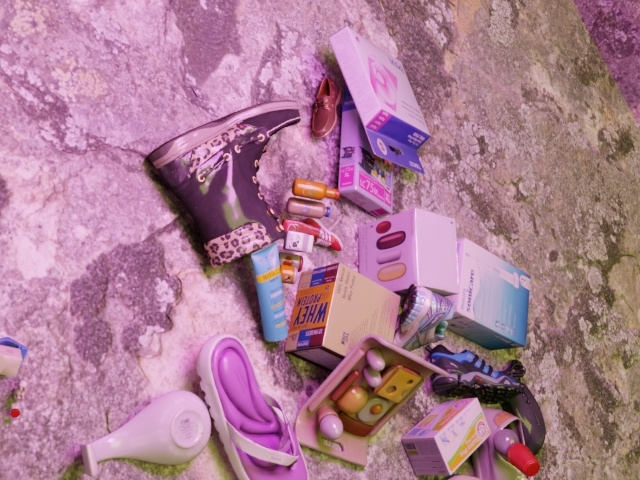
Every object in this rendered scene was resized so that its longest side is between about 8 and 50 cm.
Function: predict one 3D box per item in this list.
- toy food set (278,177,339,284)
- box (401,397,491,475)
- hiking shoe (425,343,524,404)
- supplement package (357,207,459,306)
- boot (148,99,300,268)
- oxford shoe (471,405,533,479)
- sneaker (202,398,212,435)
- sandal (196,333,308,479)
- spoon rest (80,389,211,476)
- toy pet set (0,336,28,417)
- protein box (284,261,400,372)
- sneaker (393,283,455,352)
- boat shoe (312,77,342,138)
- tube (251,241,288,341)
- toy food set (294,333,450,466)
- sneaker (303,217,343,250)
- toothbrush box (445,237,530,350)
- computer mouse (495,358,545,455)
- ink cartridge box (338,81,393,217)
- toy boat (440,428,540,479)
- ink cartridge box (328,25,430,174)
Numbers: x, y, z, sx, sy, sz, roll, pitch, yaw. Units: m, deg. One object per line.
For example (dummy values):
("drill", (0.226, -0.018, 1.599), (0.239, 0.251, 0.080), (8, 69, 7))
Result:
("toy food set", (-0.031, -0.013, 1.727), (0.104, 0.111, 0.233), (10, 83, -11))
("box", (0.316, 0.485, 1.919), (0.203, 0.114, 0.103), (-27, 96, -44))
("hiking shoe", (0.417, 0.347, 2.034), (0.303, 0.113, 0.132), (17, 48, -32))
("supplement package", (0.212, 0.047, 1.894), (0.149, 0.203, 0.194), (13, 69, -39))
("boot", (-0.154, -0.131, 1.665), (0.377, 0.138, 0.284), (-28, 96, -39))
("oxford shoe", (0.499, 0.659, 2.023), (0.169, 0.130, 0.450), (-6, 83, -44))
("sneaker", (-0.223, 0.353, 1.533), (0.098, 0.038, 0.069), (-23, 95, -34))
("sandal", (-0.118, 0.374, 1.540), (0.169, 0.102, 0.417), (-49, 119, -45))
("spoon rest", (-0.318, 0.360, 1.416), (0.276, 0.084, 0.137), (-7, 86, -45))
("toy pet set", (-0.547, 0.222, 1.283), (0.122, 0.065, 0.114), (21, 99, -33))
("protein box", (0.053, 0.188, 1.756), (0.201, 0.136, 0.200), (30, 60, -33))
("sneaker", (0.228, 0.218, 1.810), (0.122, 0.283, 0.110), (17, 53, -4))
("boat shoe", (0.007, -0.329, 1.909), (0.060, 0.064, 0.178), (51, 42, -43))
("tube", (-0.107, 0.112, 1.647), (0.080, 0.052, 0.207), (-31, 119, -51))
("toy food set", (0.113, 0.358, 1.685), (0.219, 0.306, 0.092), (29, 20, -32))
("sneaker", (0.000, 0.000, 1.828), (0.118, 0.042, 0.067), (42, 49, -16))
("toothbrush box", (0.433, 0.152, 2.111), (0.295, 0.126, 0.217), (27, 62, -34))
("computer mouse", (0.570, 0.484, 2.173), (0.188, 0.072, 0.273), (-17, 89, -44))
("ink cartridge box", (0.122, -0.236, 1.966), (0.185, 0.065, 0.311), (28, 57, -51))
("toy boat", (0.399, 0.616, 1.896), (0.267, 0.148, 0.318), (39, 92, -28))
("ink cartridge box", (0.173, -0.348, 1.960), (0.324, 0.071, 0.330), (8, 57, -61))
